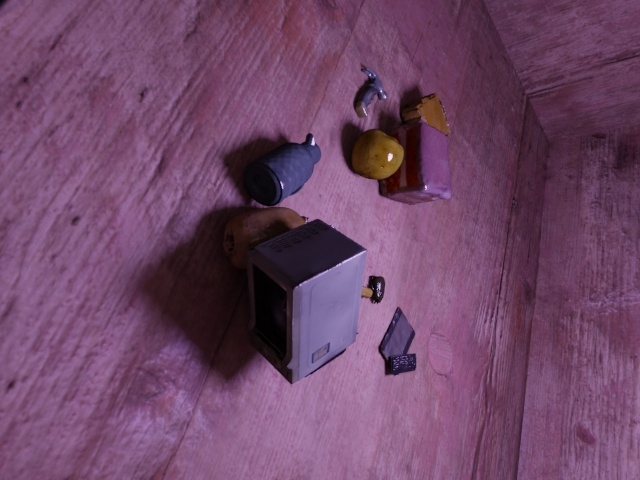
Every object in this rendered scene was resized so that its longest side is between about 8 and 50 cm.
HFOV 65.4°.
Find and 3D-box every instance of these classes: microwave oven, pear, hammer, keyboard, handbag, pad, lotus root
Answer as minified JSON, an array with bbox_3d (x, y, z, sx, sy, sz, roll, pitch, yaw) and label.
[{"bbox_3d":[-0.048,0.158,1.372,0.286,0.218,0.355,-28,136,-34],"label":"microwave oven"},{"bbox_3d":[0.212,-0.319,1.898,0.197,0.197,0.197,10,77,-49],"label":"pear"},{"bbox_3d":[0.196,-0.592,2.024,0.159,0.041,0.226,52,49,-31],"label":"hammer"},{"bbox_3d":[0.337,0.496,2.008,0.196,0.015,0.074,10,75,-49],"label":"keyboard"},{"bbox_3d":[0.221,0.190,1.928,0.072,0.047,0.111,13,75,-54],"label":"handbag"},{"bbox_3d":[0.316,0.408,2.031,0.174,0.022,0.233,56,45,-27],"label":"pad"},{"bbox_3d":[-0.136,-0.014,1.456,0.343,0.151,0.169,-15,98,-45],"label":"lotus root"}]

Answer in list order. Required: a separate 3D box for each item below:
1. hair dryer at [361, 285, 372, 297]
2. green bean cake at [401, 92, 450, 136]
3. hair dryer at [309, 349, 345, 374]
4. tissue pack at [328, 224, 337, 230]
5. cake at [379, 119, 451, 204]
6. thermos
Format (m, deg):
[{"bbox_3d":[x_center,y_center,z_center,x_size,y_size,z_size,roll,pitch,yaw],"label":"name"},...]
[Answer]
[{"bbox_3d":[0.103,0.178,1.773,0.279,0.090,0.135,24,66,-52],"label":"hair dryer"},{"bbox_3d":[0.484,-0.545,2.289,0.230,0.131,0.224,-39,112,-42],"label":"green bean cake"},{"bbox_3d":[-0.022,0.285,1.608,0.197,0.089,0.251,-15,90,-49],"label":"hair dryer"},{"bbox_3d":[0.000,0.000,1.612,0.112,0.156,0.051,51,54,-33],"label":"tissue pack"},{"bbox_3d":[0.393,-0.312,2.064,0.230,0.237,0.308,13,73,-48],"label":"cake"},{"bbox_3d":[-0.100,-0.212,1.550,0.286,0.145,0.182,-41,147,-46],"label":"thermos"}]
